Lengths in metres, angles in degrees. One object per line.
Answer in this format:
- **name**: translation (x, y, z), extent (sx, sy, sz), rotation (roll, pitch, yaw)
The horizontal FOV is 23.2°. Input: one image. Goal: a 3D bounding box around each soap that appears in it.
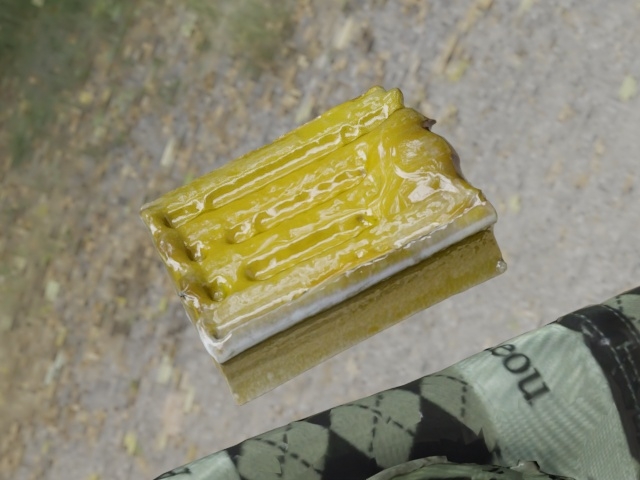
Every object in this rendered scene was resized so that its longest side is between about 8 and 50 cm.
- **soap**: translation (0.000, 0.000, 1.425), extent (0.281, 0.143, 0.259), rotation (-24, 34, -6)

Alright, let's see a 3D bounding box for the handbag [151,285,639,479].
- **handbag**: translation (0.057, 0.219, 0.628), extent (0.317, 0.416, 0.180), rotation (64, 155, 16)
